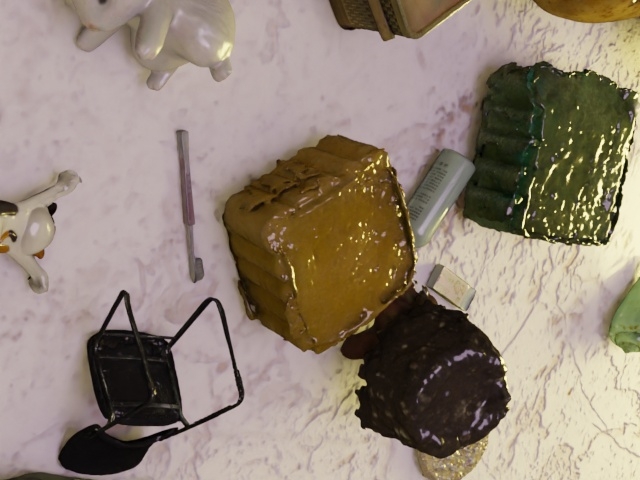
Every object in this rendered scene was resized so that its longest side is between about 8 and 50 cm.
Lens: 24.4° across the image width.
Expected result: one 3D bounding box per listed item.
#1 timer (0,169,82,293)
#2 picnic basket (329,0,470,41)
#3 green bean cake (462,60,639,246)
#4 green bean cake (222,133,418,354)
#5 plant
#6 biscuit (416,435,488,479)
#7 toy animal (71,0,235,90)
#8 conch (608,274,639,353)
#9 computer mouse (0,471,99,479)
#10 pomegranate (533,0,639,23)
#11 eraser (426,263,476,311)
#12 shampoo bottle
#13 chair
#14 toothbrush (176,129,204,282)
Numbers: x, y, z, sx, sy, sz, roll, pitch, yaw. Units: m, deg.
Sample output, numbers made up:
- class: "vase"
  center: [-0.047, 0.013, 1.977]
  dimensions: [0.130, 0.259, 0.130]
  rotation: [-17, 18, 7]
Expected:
- class: "timer"
  center: [-0.372, -0.016, 1.582]
  dimensions: [0.266, 0.175, 0.175]
  rotation: [8, 97, -57]
- class: "picnic basket"
  center: [0.128, -0.383, 1.878]
  dimensions: [0.266, 0.139, 0.165]
  rotation: [-39, 123, -25]
- class: "green bean cake"
  center: [0.331, -0.123, 2.122]
  dimensions: [0.241, 0.132, 0.255]
  rotation: [3, 98, -40]
- class: "green bean cake"
  center: [0.000, 0.000, 1.883]
  dimensions: [0.224, 0.131, 0.230]
  rotation: [-33, 123, -26]
- class: "plant"
  center: [0.133, 0.176, 1.991]
  dimensions: [0.178, 0.234, 0.204]
  rotation: [-28, 124, -22]
- class: "biscuit"
  center: [0.198, 0.289, 2.193]
  dimensions: [0.152, 0.020, 0.152]
  rotation: [-11, 108, -38]
- class: "toy animal"
  center: [-0.219, -0.265, 1.631]
  dimensions: [0.282, 0.140, 0.138]
  rotation: [21, 79, -44]
- class: "conch"
  center: [0.527, 0.115, 2.387]
  dimensions: [0.170, 0.079, 0.106]
  rotation: [-60, 145, -19]
- class: "computer mouse"
  center: [-0.269, 0.405, 1.763]
  dimensions: [0.429, 0.145, 0.228]
  rotation: [18, 92, -40]
- class: "pomegranate"
  center: [0.379, -0.427, 1.999]
  dimensions: [0.281, 0.281, 0.281]
  rotation: [-12, 109, -37]
- class: "eraser"
  center: [0.188, 0.068, 2.127]
  dimensions: [0.083, 0.019, 0.038]
  rotation: [36, 77, -40]
- class: "shampoo bottle"
  center: [0.140, -0.034, 2.038]
  dimensions: [0.056, 0.056, 0.195]
  rotation: [43, 75, -38]
- class: "chair"
  center: [-0.219, 0.174, 1.772]
  dimensions: [0.140, 0.221, 0.145]
  rotation: [7, 54, -40]
- class: "toothbrush"
  center: [-0.160, -0.040, 1.815]
  dimensions: [0.017, 0.014, 0.194]
  rotation: [-19, 113, -34]
